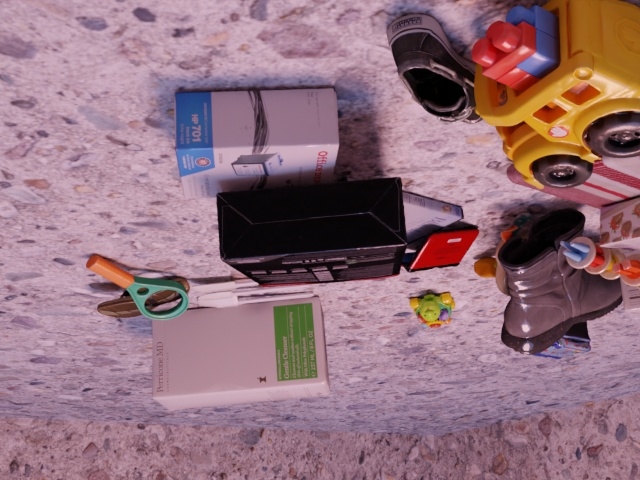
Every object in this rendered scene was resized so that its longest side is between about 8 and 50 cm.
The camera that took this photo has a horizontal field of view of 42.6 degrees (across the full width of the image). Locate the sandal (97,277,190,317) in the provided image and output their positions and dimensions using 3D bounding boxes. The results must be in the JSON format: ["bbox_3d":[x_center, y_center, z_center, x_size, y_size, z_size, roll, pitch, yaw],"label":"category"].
[{"bbox_3d":[-0.339,0.103,1.576,0.180,0.049,0.072,-20,151,0],"label":"sandal"}]

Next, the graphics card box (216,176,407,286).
[{"bbox_3d":[0.000,0.000,1.157,0.232,0.094,0.371,-4,172,4],"label":"graphics card box"}]

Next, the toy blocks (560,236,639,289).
[{"bbox_3d":[0.458,0.034,1.305,0.148,0.054,0.123,16,-176,-41],"label":"toy blocks"}]

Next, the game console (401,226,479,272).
[{"bbox_3d":[0.184,0.007,1.433,0.144,0.085,0.124,-6,134,-45],"label":"game console"}]

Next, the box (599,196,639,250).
[{"bbox_3d":[0.504,-0.037,1.136,0.067,0.063,0.324,6,171,-13],"label":"box"}]

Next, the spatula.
[{"bbox_3d":[-0.131,0.101,1.654,0.241,0.019,0.168,-7,158,-4],"label":"spatula"}]

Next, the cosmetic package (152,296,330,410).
[{"bbox_3d":[-0.170,0.248,1.779,0.365,0.197,0.155,-7,159,2],"label":"cosmetic package"}]

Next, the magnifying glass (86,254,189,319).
[{"bbox_3d":[-0.331,0.086,1.497,0.092,0.026,0.231,-36,136,15],"label":"magnifying glass"}]

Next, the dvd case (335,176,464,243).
[{"bbox_3d":[0.082,-0.036,1.331,0.253,0.022,0.180,11,154,-36],"label":"dvd case"}]

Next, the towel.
[{"bbox_3d":[0.457,-0.094,1.127,0.237,0.037,0.329,11,170,-36],"label":"towel"}]

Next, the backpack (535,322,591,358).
[{"bbox_3d":[0.538,0.223,1.969,0.158,0.117,0.173,16,154,-40],"label":"backpack"}]

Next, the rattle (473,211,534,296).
[{"bbox_3d":[0.324,0.004,1.478,0.130,0.143,0.200,-41,135,4],"label":"rattle"}]

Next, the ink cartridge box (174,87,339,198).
[{"bbox_3d":[-0.078,-0.117,1.007,0.190,0.082,0.140,-2,159,-5],"label":"ink cartridge box"}]

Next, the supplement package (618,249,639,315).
[{"bbox_3d":[0.679,0.045,1.426,0.261,0.145,0.204,-13,163,35],"label":"supplement package"}]

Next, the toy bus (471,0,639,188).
[{"bbox_3d":[0.237,-0.166,0.870,0.211,0.150,0.220,15,155,-24],"label":"toy bus"}]

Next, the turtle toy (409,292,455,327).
[{"bbox_3d":[0.245,0.155,1.796,0.095,0.066,0.130,-10,158,14],"label":"turtle toy"}]

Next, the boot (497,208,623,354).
[{"bbox_3d":[0.445,0.037,1.432,0.338,0.118,0.223,-32,132,-31],"label":"boot"}]

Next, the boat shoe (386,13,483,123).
[{"bbox_3d":[0.139,-0.170,0.928,0.077,0.070,0.219,-17,156,30],"label":"boat shoe"}]
